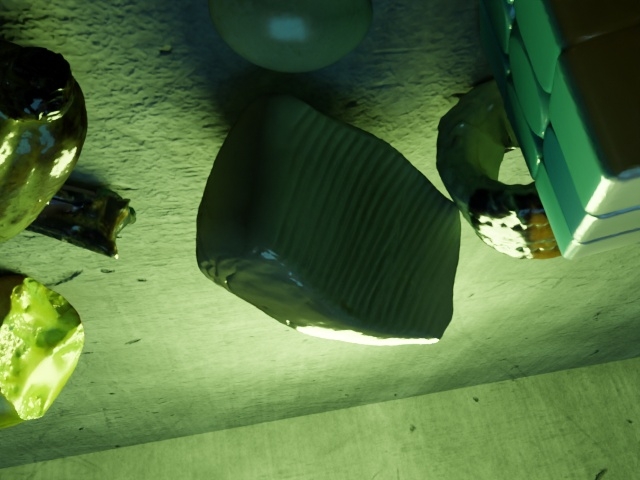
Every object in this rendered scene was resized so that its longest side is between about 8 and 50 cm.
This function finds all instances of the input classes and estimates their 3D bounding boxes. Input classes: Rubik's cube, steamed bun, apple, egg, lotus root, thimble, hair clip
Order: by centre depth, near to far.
[{"bbox_3d":[0.312,-0.175,0.488,0.291,0.291,0.290,-17,165,12],"label":"Rubik's cube"},{"bbox_3d":[-0.024,-0.209,0.528,0.152,0.114,0.114,-5,151,-22],"label":"egg"},{"bbox_3d":[-0.326,-0.094,0.586,0.173,0.173,0.309,16,142,-41],"label":"lotus root"},{"bbox_3d":[0.262,-0.102,0.745,0.237,0.237,0.150,-22,146,19],"label":"thimble"},{"bbox_3d":[-0.422,-0.039,0.752,0.359,0.095,0.110,7,-178,-17],"label":"hair clip"},{"bbox_3d":[-0.005,-0.001,0.766,0.384,0.247,0.236,25,158,-39],"label":"steamed bun"},{"bbox_3d":[-0.512,0.189,0.954,0.246,0.226,0.246,-10,155,-5],"label":"apple"}]
